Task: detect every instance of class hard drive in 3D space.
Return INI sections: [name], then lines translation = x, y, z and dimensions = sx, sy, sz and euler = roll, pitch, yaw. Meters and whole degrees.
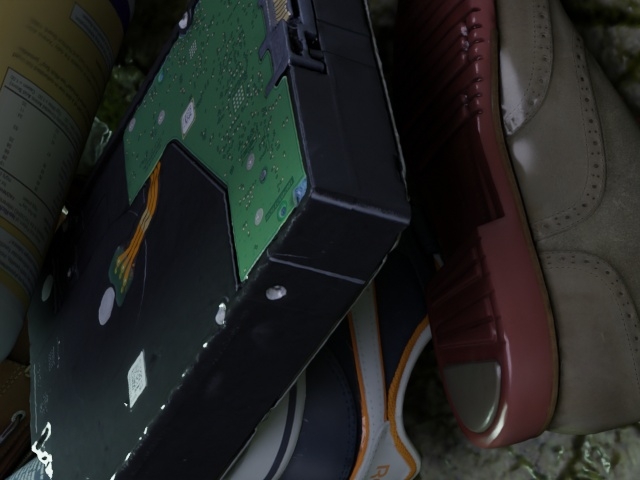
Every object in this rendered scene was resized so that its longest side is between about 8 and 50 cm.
[hard drive]
translation = -0.070, 0.010, 0.988
dimensions = 0.339, 0.064, 0.237
euler = -56, 31, 37

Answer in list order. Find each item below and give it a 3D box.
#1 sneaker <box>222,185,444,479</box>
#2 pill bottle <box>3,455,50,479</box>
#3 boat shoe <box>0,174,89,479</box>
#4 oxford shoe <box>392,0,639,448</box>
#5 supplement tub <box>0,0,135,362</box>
[sneaker]
translation = 0.000, 0.000, 1.067
dimensions = 0.126, 0.127, 0.321
euler = -36, 47, 56
[pill bottle]
translation = -0.150, 0.181, 1.162
dimensions = 0.180, 0.108, 0.108
euler = -37, 74, 27
[boat shoe]
translation = -0.228, 0.096, 1.205
dimensions = 0.111, 0.104, 0.307
euler = 34, 108, 26
[oxford shoe]
translation = 0.121, -0.059, 1.009
dimensions = 0.123, 0.130, 0.348
euler = 140, 127, -68
[supplement tub]
translation = -0.266, -0.057, 1.083
dimensions = 0.241, 0.241, 0.331
euler = 6, 69, 30
